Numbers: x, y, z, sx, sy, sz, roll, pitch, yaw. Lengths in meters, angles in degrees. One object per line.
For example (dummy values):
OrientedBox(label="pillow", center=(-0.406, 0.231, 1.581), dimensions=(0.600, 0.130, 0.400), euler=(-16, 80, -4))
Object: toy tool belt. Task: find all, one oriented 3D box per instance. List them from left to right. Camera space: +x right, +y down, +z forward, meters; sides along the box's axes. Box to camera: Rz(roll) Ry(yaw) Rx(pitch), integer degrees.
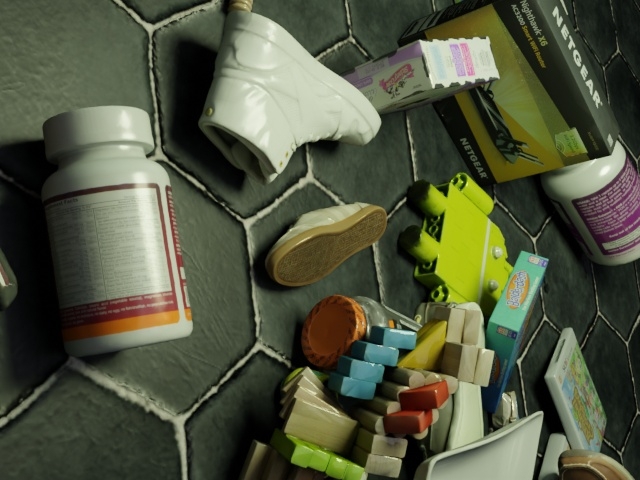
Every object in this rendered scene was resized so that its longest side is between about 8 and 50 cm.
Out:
OrientedBox(label="toy tool belt", center=(0.305, 0.288, 1.315), dimensions=(0.051, 0.052, 0.083), euler=(7, 76, -39))

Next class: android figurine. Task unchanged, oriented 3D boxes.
OrientedBox(label="android figurine", center=(0.231, 0.021, 1.298), dimensions=(0.273, 0.056, 0.248), euler=(37, 55, -35))

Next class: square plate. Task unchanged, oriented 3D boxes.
OrientedBox(label="square plate", center=(0.183, 0.410, 1.067), dimensions=(0.347, 0.049, 0.343), euler=(1, 101, -54))

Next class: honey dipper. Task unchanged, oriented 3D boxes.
OrientedBox(label="honey dipper", center=(-0.109, -0.246, 1.003), dimensions=(0.030, 0.031, 0.160), euler=(25, 66, -43))

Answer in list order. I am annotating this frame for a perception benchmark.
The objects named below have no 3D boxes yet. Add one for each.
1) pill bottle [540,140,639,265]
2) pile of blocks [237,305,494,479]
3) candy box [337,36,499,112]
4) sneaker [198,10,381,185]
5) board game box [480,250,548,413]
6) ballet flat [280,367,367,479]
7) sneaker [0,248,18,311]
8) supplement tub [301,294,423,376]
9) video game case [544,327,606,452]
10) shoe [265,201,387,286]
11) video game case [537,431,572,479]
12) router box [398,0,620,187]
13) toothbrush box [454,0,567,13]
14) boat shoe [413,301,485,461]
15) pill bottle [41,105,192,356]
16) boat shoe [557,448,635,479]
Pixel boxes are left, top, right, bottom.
OrientedBox(label="pill bottle", center=(0.541, -0.104, 1.592), dimensions=(0.301, 0.169, 0.169), euler=(49, 48, -29))
OrientedBox(label="pile of blocks", center=(0.054, 0.189, 0.887), dimensions=(0.362, 0.113, 0.149), euler=(-44, 103, -15))
OrientedBox(label="candy box", center=(0.138, -0.236, 1.173), dimensions=(0.196, 0.165, 0.070), euler=(-20, 95, -49))
OrientedBox(label="sneaker", center=(-0.040, -0.140, 1.013), dimensions=(0.293, 0.108, 0.169), euler=(27, 77, -49))
OrientedBox(label="board game box", center=(0.291, 0.144, 1.252), dimensions=(0.160, 0.047, 0.210), euler=(-54, 156, -40))
OrientedBox(label="ballet flat", center=(0.015, 0.263, 0.971), dimensions=(0.077, 0.077, 0.230), euler=(-22, 97, -50))
OrientedBox(label="sneaker", center=(-0.311, -0.086, 0.675), dimensions=(0.281, 0.107, 0.162), euler=(59, 41, -19))
OrientedBox(label="supplement tub", center=(0.071, 0.143, 1.037), dimensions=(0.190, 0.117, 0.116), euler=(28, 60, -41))
OrientedBox(label="video game case", center=(0.480, 0.298, 1.504), dimensions=(0.193, 0.023, 0.212), euler=(-40, 110, -56))
OrientedBox(label="shoe", center=(0.000, 0.000, 1.048), dimensions=(0.219, 0.058, 0.076), euler=(-24, 129, -45))
OrientedBox(label="video game case", center=(0.427, 0.544, 1.359), dimensions=(0.299, 0.036, 0.329), euler=(64, 33, -15))
OrientedBox(label="router box", center=(0.308, -0.250, 1.310), dimensions=(0.308, 0.243, 0.081), euler=(55, 45, -23))
OrientedBox(label="toothbrush box", center=(0.329, -0.510, 1.494), dimensions=(0.206, 0.122, 0.283), euler=(-38, 108, -47))
OrientedBox(label="boat shoe", center=(0.174, 0.238, 1.145), dimensions=(0.109, 0.091, 0.304), euler=(6, 86, -58))
OrientedBox(label="pill bottle", center=(-0.197, -0.007, 0.768), dimensions=(0.121, 0.121, 0.221), euler=(-5, 84, -49))
OrientedBox(label="boat shoe", center=(0.474, 0.480, 1.320), dimensions=(0.324, 0.123, 0.116), euler=(59, 36, -19))
